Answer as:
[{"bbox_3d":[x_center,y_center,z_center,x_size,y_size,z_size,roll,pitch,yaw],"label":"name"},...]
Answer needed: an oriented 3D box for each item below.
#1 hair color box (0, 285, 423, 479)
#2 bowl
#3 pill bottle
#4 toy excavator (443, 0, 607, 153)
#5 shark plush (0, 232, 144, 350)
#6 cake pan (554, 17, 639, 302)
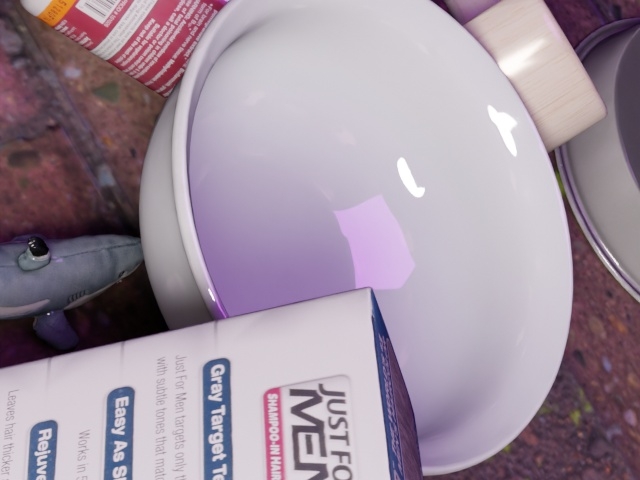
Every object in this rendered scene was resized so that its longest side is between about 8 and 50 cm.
[{"bbox_3d":[-0.127,0.148,0.753,0.347,0.105,0.174,-13,44,8],"label":"hair color box"},{"bbox_3d":[0.000,0.000,1.004,0.298,0.134,0.297,16,64,-37],"label":"bowl"},{"bbox_3d":[-0.071,-0.144,1.104,0.221,0.121,0.121,32,54,-17],"label":"pill bottle"},{"bbox_3d":[0.026,-0.309,1.171,0.445,0.222,0.433,51,12,-33],"label":"toy excavator"},{"bbox_3d":[-0.175,0.008,0.976,0.161,0.067,0.073,19,52,-45],"label":"shark plush"},{"bbox_3d":[0.315,-0.058,1.350,0.293,0.054,0.293,14,61,-26],"label":"cake pan"}]
